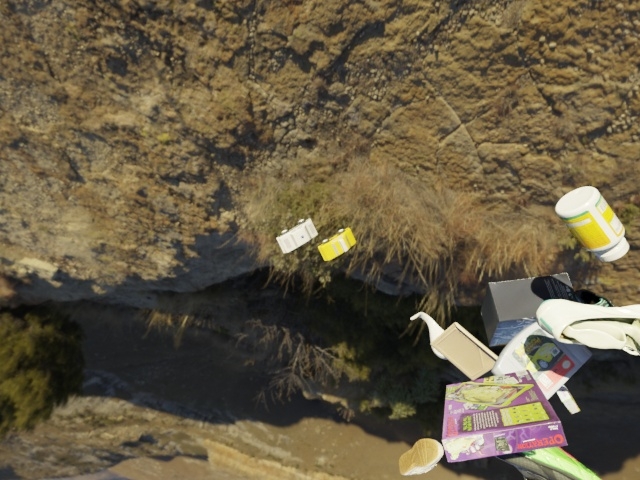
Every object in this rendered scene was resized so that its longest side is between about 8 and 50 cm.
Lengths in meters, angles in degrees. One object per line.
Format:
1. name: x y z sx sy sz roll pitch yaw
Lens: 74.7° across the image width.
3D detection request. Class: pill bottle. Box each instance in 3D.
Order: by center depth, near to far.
1. pill bottle: 0.782 -0.042 1.199 0.208 0.117 0.117 46 142 -12

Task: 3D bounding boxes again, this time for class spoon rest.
1. spoon rest: 0.563 0.464 2.061 0.276 0.084 0.137 52 134 6

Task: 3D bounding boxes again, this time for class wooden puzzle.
1. wooden puzzle: 0.578 0.440 1.675 0.221 0.044 0.239 41 146 13

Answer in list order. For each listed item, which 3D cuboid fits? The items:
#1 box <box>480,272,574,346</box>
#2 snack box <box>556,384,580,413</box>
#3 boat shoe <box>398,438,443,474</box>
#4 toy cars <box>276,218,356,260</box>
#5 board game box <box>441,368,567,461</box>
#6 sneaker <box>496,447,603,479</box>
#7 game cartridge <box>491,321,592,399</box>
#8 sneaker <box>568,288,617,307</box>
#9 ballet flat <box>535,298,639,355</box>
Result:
1. box: 0.887 0.311 1.815 0.312 0.179 0.343 -8 147 10
2. snack box: 0.914 0.566 1.588 0.037 0.141 0.100 -33 118 18
3. boat shoe: 0.417 0.866 1.672 0.096 0.098 0.277 17 136 -14
4. toy cars: 0.000 0.000 1.896 0.393 0.176 0.087 12 179 -26
5. board game box: 0.372 0.362 0.900 0.208 0.056 0.347 -14 174 18
6. sneaker: 0.637 0.676 1.104 0.483 0.202 0.185 37 176 1
7. game cartridge: 0.723 0.393 1.389 0.196 0.294 0.060 48 169 19
8. sneaker: 1.015 0.270 1.486 0.267 0.101 0.106 39 168 34
9. ballet flat: 0.766 0.234 1.065 0.400 0.139 0.139 5 147 5
